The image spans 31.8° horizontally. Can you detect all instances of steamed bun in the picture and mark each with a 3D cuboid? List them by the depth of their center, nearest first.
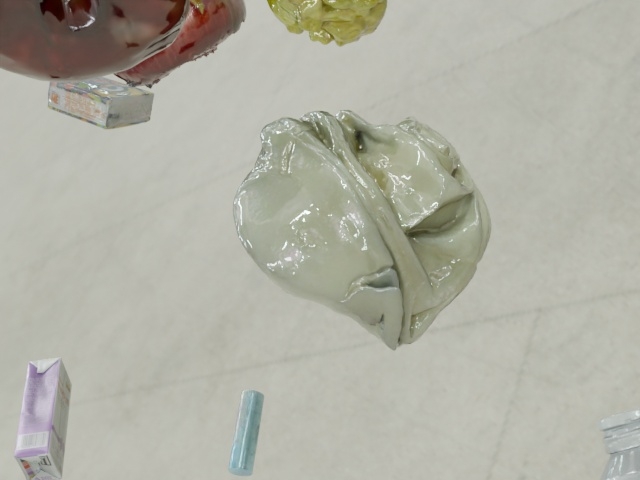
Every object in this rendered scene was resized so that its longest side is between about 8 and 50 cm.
[{"bbox_3d":[0.049,-0.029,0.903,0.144,0.218,0.211,-50,21,24],"label":"steamed bun"}]

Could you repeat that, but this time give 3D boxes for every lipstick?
[{"bbox_3d":[-0.140,0.365,2.135,0.048,0.048,0.158,-26,47,45],"label":"lipstick"}]

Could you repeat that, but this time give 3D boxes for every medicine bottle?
[{"bbox_3d":[0.412,0.312,1.366,0.135,0.135,0.215,-27,71,43],"label":"medicine bottle"}]

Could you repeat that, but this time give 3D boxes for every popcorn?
[{"bbox_3d":[0.003,-0.372,1.381,0.233,0.192,0.266,153,113,-76],"label":"popcorn"}]

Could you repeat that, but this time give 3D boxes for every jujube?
[{"bbox_3d":[-0.209,-0.303,0.865,0.276,0.276,0.377,-40,53,26],"label":"jujube"}]

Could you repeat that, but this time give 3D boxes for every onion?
[{"bbox_3d":[-0.230,-0.328,1.696,0.248,0.161,0.248,-42,18,17],"label":"onion"}]

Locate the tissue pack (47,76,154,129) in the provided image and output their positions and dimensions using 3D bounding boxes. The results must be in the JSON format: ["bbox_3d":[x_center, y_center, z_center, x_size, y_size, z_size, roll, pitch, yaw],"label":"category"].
[{"bbox_3d":[-0.372,-0.235,1.902,0.148,0.108,0.060,20,113,31],"label":"tissue pack"}]

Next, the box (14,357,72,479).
[{"bbox_3d":[-0.270,0.175,1.101,0.036,0.051,0.117,-7,44,1],"label":"box"}]
